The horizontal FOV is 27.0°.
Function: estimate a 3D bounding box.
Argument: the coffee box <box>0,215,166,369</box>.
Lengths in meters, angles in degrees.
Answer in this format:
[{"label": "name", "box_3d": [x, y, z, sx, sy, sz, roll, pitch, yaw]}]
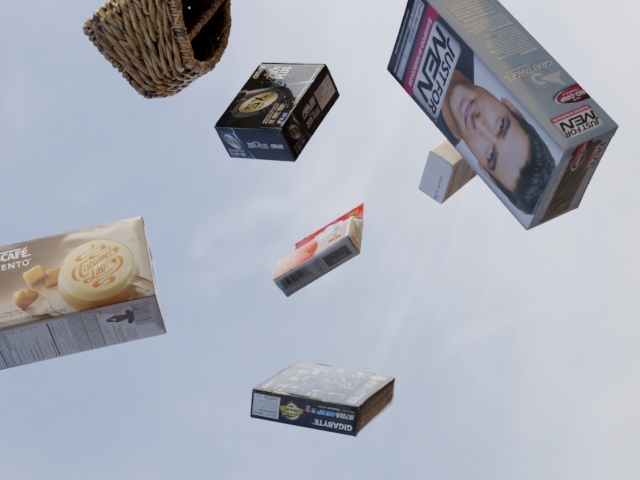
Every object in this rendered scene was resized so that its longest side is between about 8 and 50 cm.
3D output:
[{"label": "coffee box", "box_3d": [-0.345, 0.072, 1.809, 0.098, 0.246, 0.141, 83, 174, -53]}]

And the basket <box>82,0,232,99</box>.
[{"label": "basket", "box_3d": [-0.236, -0.402, 2.340, 0.213, 0.223, 0.299, 48, -154, -13]}]

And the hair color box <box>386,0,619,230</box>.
[{"label": "hair color box", "box_3d": [0.265, -0.219, 2.022, 0.113, 0.374, 0.185, -23, -30, -27]}]

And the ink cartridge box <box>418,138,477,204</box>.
[{"label": "ink cartridge box", "box_3d": [0.241, -0.141, 2.354, 0.135, 0.056, 0.099, -37, -26, -37]}]

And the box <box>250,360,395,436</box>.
[{"label": "box", "box_3d": [0.007, 0.247, 2.116, 0.220, 0.175, 0.051, -21, -62, -71]}]

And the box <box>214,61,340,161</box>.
[{"label": "box", "box_3d": [-0.075, -0.229, 2.350, 0.180, 0.147, 0.077, -57, -42, -32]}]

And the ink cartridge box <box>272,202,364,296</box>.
[{"label": "ink cartridge box", "box_3d": [0.000, 0.000, 2.121, 0.045, 0.145, 0.179, 51, -160, -22]}]
